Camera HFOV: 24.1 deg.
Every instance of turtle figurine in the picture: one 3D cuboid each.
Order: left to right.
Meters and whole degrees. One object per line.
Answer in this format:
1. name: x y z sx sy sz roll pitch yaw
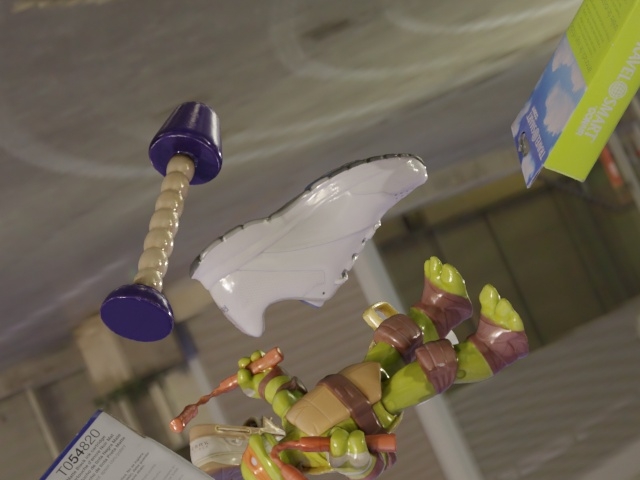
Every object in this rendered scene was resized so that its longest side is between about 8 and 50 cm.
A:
1. turtle figurine: 0.031 0.109 0.982 0.217 0.087 0.269 -34 -163 -14

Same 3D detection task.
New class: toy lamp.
1. toy lamp: -0.150 -0.027 1.478 0.080 0.080 0.275 -27 -143 39

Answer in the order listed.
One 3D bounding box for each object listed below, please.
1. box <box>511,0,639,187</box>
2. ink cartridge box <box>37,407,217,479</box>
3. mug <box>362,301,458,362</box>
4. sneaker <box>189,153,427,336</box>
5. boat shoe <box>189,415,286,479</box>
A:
1. box: 0.209 -0.130 1.144 0.109 0.042 0.178 -91 -156 -59
2. ink cartridge box: -0.155 0.275 1.183 0.223 0.224 0.045 -51 156 -22
3. mug: 0.074 0.080 1.129 0.062 0.078 0.064 -13 -178 26
4. sneaker: 0.000 0.000 1.716 0.297 0.129 0.111 -32 180 -4
5. boat shoe: -0.059 0.197 1.443 0.063 0.059 0.170 -33 155 31
